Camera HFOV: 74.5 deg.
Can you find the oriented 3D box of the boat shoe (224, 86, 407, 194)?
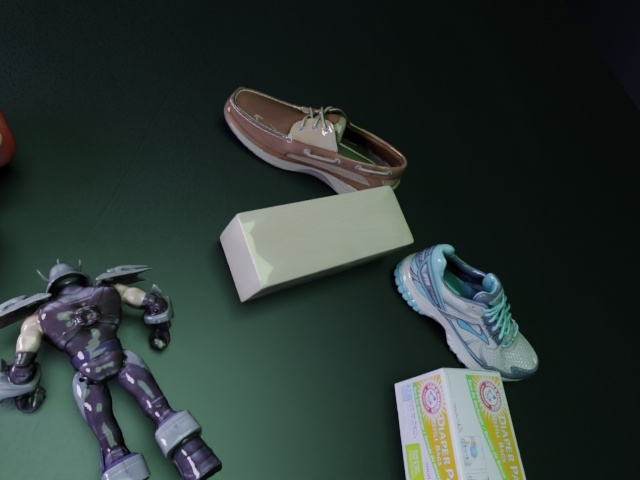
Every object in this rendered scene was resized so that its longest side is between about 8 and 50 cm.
[{"bbox_3d":[0.002,-0.175,0.707,0.324,0.116,0.123,23,55,-16],"label":"boat shoe"}]

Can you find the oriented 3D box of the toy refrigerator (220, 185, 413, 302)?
[{"bbox_3d":[0.000,0.000,0.625,0.269,0.094,0.102,-15,78,-33],"label":"toy refrigerator"}]

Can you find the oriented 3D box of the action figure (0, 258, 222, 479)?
[{"bbox_3d":[-0.219,0.137,0.430,0.185,0.099,0.285,-26,73,-29],"label":"action figure"}]

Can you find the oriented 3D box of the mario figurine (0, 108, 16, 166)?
[{"bbox_3d":[-0.413,-0.050,0.382,0.197,0.170,0.321,6,62,-23],"label":"mario figurine"}]

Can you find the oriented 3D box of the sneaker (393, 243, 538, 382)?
[{"bbox_3d":[0.251,0.118,0.672,0.283,0.122,0.110,40,52,-2],"label":"sneaker"}]

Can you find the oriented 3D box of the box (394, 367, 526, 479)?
[{"bbox_3d":[0.180,0.280,0.548,0.103,0.114,0.203,11,57,-23],"label":"box"}]
